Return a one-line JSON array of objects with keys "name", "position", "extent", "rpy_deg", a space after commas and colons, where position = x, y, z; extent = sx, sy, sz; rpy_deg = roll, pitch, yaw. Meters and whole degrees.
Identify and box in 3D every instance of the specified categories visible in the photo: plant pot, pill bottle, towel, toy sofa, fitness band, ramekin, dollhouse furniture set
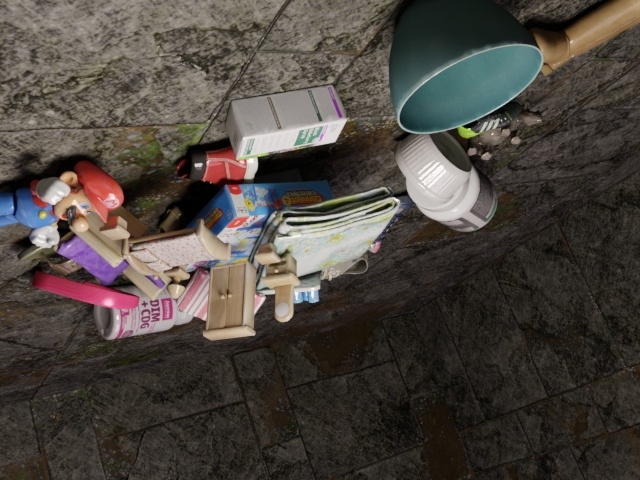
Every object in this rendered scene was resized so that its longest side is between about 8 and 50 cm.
[{"name": "plant pot", "position": [0.249, -0.364, 1.438], "extent": [0.290, 0.195, 0.290], "rpy_deg": [-18, 162, -6]}, {"name": "pill bottle", "position": [-0.552, 0.214, 2.367], "extent": [0.283, 0.160, 0.160], "rpy_deg": [-6, 158, -40]}, {"name": "towel", "position": [-0.256, 0.155, 1.927], "extent": [0.197, 0.029, 0.144], "rpy_deg": [25, 123, -20]}, {"name": "toy sofa", "position": [-0.483, 0.044, 1.833], "extent": [0.177, 0.150, 0.362], "rpy_deg": [-49, 167, -12]}, {"name": "towel", "position": [0.000, 0.000, 1.857], "extent": [0.320, 0.090, 0.374], "rpy_deg": [-13, 162, -21]}, {"name": "fitness band", "position": [-0.624, 0.138, 1.994], "extent": [0.290, 0.054, 0.209], "rpy_deg": [12, 174, 19]}, {"name": "ramekin", "position": [0.304, -0.210, 1.979], "extent": [0.109, 0.207, 0.207], "rpy_deg": [-41, 155, 30]}, {"name": "pill bottle", "position": [0.396, -0.148, 2.254], "extent": [0.204, 0.204, 0.361], "rpy_deg": [-27, 162, 20]}, {"name": "dollhouse furniture set", "position": [-0.251, 0.077, 1.614], "extent": [0.303, 0.174, 0.355], "rpy_deg": [-10, 153, 20]}]

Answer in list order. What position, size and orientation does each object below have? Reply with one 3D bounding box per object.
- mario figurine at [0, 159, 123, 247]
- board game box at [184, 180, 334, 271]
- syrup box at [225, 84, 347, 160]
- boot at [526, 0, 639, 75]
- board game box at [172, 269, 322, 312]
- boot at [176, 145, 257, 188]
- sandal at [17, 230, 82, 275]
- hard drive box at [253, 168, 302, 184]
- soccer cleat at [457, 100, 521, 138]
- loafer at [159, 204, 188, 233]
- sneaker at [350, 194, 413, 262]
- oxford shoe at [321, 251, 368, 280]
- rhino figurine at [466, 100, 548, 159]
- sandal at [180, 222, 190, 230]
[{"name": "mario figurine", "position": [-0.555, -0.051, 1.516], "extent": [0.320, 0.170, 0.198], "rpy_deg": [-13, -163, 2]}, {"name": "board game box", "position": [-0.166, -0.034, 1.860], "extent": [0.302, 0.086, 0.308], "rpy_deg": [-6, 158, -38]}, {"name": "syrup box", "position": [-0.073, -0.251, 1.591], "extent": [0.236, 0.096, 0.093], "rpy_deg": [-13, 161, -21]}, {"name": "boot", "position": [0.594, -0.483, 1.669], "extent": [0.269, 0.089, 0.236], "rpy_deg": [-28, 172, 23]}, {"name": "board game box", "position": [-0.185, 0.101, 2.130], "extent": [0.390, 0.050, 0.390], "rpy_deg": [-5, -163, 4]}, {"name": "boot", "position": [-0.245, -0.150, 1.746], "extent": [0.176, 0.088, 0.244], "rpy_deg": [-9, 161, -12]}, {"name": "sandal", "position": [-0.616, 0.042, 1.888], "extent": [0.120, 0.086, 0.302], "rpy_deg": [-28, 161, 24]}, {"name": "hard drive box", "position": [-0.154, -0.087, 2.013], "extent": [0.181, 0.089, 0.232], "rpy_deg": [-13, 161, -21]}, {"name": "soccer cleat", "position": [0.452, -0.331, 2.016], "extent": [0.179, 0.060, 0.072], "rpy_deg": [-23, 150, 12]}, {"name": "loafer", "position": [-0.381, -0.042, 1.933], "extent": [0.050, 0.056, 0.148], "rpy_deg": [-42, 175, -28]}, {"name": "sneaker", "position": [0.194, -0.036, 2.494], "extent": [0.319, 0.131, 0.112], "rpy_deg": [-33, 159, 35]}, {"name": "oxford shoe", "position": [-0.001, 0.078, 2.637], "extent": [0.449, 0.130, 0.169], "rpy_deg": [-6, 159, -36]}, {"name": "rhino figurine", "position": [0.515, -0.312, 2.079], "extent": [0.243, 0.106, 0.073], "rpy_deg": [-27, 124, 18]}, {"name": "sandal", "position": [-0.310, -0.038, 1.970], "extent": [0.072, 0.049, 0.180], "rpy_deg": [-37, -177, 47]}]
